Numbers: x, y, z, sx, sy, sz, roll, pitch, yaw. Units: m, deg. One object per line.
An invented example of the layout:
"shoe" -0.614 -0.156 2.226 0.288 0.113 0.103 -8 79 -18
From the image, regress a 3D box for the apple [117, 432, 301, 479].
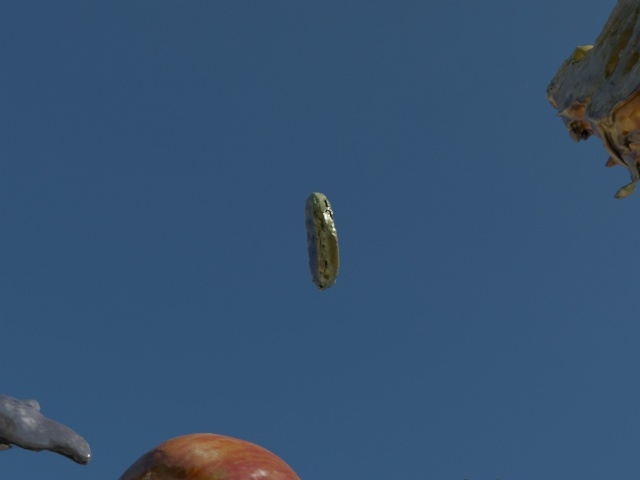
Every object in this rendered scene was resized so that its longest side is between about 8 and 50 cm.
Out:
"apple" -0.123 0.398 1.581 0.301 0.301 0.301 5 -55 7

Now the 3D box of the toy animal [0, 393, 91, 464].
"toy animal" -0.351 0.119 0.820 0.367 0.206 0.081 -15 -49 -13

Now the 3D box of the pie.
"pie" 0.000 0.000 1.060 0.020 0.084 0.084 -6 -55 -9

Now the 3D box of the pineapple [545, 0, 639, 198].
"pineapple" 0.238 -0.124 0.803 0.114 0.186 0.236 31 -12 -25

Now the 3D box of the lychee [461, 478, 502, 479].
"lychee" 0.131 0.253 0.562 0.270 0.320 0.270 -13 -27 -7
